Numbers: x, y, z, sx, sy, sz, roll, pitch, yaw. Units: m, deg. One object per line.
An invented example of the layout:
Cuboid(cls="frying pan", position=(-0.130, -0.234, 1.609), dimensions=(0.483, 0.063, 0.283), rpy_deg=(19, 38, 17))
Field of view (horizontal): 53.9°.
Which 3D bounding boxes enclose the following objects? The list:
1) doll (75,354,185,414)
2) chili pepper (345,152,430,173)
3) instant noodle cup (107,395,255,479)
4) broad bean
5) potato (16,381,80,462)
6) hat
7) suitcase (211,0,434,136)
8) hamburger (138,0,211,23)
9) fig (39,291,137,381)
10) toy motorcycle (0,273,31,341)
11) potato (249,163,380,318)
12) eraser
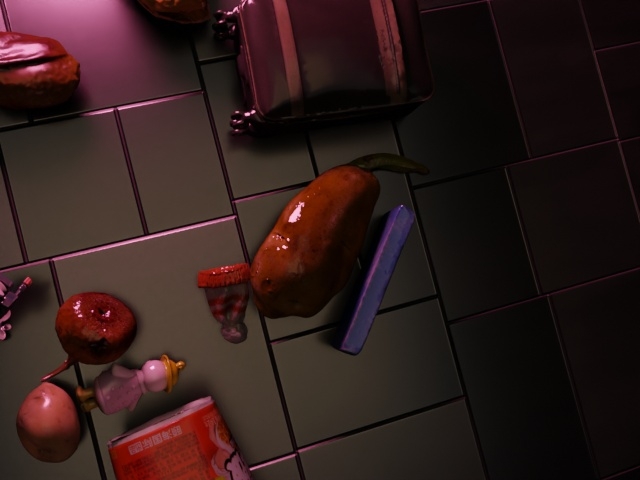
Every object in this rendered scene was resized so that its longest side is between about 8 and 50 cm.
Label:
Cuboid(cls="doll", position=(-0.361, 0.275, 1.209), dimensions=(0.207, 0.081, 0.129), rpy_deg=(-17, 128, -17))
Cuboid(cls="chili pepper", position=(0.142, -0.166, 1.369), dimensions=(0.208, 0.043, 0.048), rpy_deg=(-6, 74, -12))
Cuboid(cls="instant noodle cup", position=(-0.235, 0.465, 1.143), dimensions=(0.294, 0.294, 0.307), rpy_deg=(-22, 83, -12))
Cuboid(cls="broad bean", position=(-0.579, -0.327, 1.203), dimensions=(0.229, 0.122, 0.156), rpy_deg=(7, 54, -16))
Cuboid(cls="potato", position=(-0.502, 0.341, 1.169), dimensions=(0.112, 0.112, 0.147), rpy_deg=(-18, 96, -12))
Cuboid(cls="hat", position=(-0.180, 0.130, 1.258), dimensions=(0.112, 0.093, 0.162), rpy_deg=(-7, 93, 14))
Cuboid(cls="suitcase", position=(0.015, -0.373, 1.286), dimensions=(0.434, 0.194, 0.283), rpy_deg=(-9, 87, -13))
Cuboid(cls="hamburger", position=(-0.344, -0.589, 1.250), dimensions=(0.209, 0.162, 0.329), rpy_deg=(-9, 89, -9))
Cuboid(cls="fig", position=(-0.446, 0.202, 1.201), dimensions=(0.146, 0.134, 0.201), rpy_deg=(37, 111, 10))
Cuboid(cls="toy motorcycle", position=(-0.611, 0.134, 1.131), dimensions=(0.102, 0.221, 0.150), rpy_deg=(39, 34, -8))
Cuboid(cls="potato", position=(0.000, 0.000, 1.262), dimensions=(0.195, 0.176, 0.369), rpy_deg=(35, 74, -9))
Cuboid(cls="eraser", position=(0.106, 0.084, 1.287), dimensions=(0.043, 0.144, 0.311), rpy_deg=(24, 81, -6))
